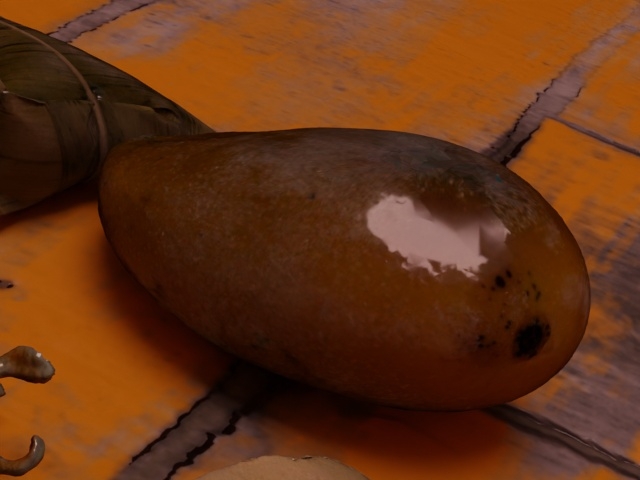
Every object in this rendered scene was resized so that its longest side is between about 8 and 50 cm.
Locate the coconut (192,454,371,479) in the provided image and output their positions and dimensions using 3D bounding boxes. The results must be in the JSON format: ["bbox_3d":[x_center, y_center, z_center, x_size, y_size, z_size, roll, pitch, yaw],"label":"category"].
[{"bbox_3d":[0.003,0.166,0.567,0.147,0.147,0.153,-3,24,-31],"label":"coconut"}]

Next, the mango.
[{"bbox_3d":[0.000,0.000,0.867,0.316,0.146,0.193,21,20,25],"label":"mango"}]

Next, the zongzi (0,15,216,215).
[{"bbox_3d":[-0.184,-0.105,1.018,0.204,0.094,0.205,-8,35,-42],"label":"zongzi"}]

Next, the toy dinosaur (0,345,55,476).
[{"bbox_3d":[-0.201,0.097,0.707,0.212,0.057,0.142,22,46,36],"label":"toy dinosaur"}]
